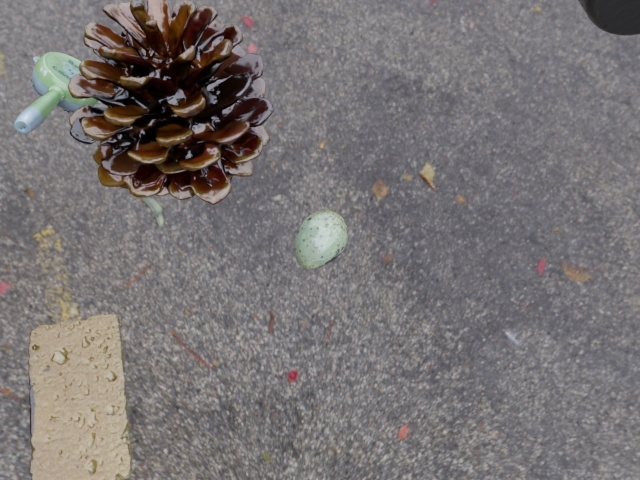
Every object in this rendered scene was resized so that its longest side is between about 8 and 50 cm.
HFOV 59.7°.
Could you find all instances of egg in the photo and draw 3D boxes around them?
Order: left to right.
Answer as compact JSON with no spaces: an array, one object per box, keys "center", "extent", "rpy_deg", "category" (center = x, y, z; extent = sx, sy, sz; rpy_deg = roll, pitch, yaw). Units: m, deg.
[{"center":[0.000,0.000,0.948],"extent":[0.085,0.085,0.110],"rpy_deg":[25,75,11],"category":"egg"}]

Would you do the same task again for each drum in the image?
[{"center":[-0.442,-0.238,0.964],"extent":[0.130,0.049,0.253],"rpy_deg":[25,32,-36],"category":"drum"}]

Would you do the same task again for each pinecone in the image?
[{"center":[-0.183,-0.173,0.686],"extent":[0.264,0.264,0.264],"rpy_deg":[1,59,-2],"category":"pinecone"}]

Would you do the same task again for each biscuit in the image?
[{"center":[-0.330,0.218,0.765],"extent":[0.131,0.025,0.230],"rpy_deg":[-8,67,-9],"category":"biscuit"}]

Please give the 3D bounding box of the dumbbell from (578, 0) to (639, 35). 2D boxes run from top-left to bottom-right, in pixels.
[{"center":[0.376,-0.194,0.492],"extent":[0.204,0.203,0.322],"rpy_deg":[-10,64,-9],"category":"dumbbell"}]
